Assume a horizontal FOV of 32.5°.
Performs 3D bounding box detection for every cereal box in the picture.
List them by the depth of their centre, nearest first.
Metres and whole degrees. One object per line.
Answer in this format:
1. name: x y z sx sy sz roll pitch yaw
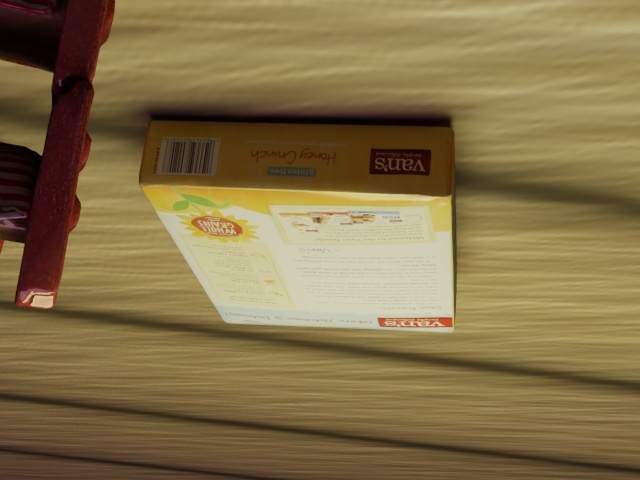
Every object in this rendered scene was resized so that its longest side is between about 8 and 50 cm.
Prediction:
1. cereal box: 0.000 0.000 0.696 0.173 0.047 0.240 2 158 7

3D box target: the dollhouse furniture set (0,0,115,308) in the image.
1. dollhouse furniture set: -0.217 -0.060 0.518 0.201 0.152 0.374 11 175 -15
